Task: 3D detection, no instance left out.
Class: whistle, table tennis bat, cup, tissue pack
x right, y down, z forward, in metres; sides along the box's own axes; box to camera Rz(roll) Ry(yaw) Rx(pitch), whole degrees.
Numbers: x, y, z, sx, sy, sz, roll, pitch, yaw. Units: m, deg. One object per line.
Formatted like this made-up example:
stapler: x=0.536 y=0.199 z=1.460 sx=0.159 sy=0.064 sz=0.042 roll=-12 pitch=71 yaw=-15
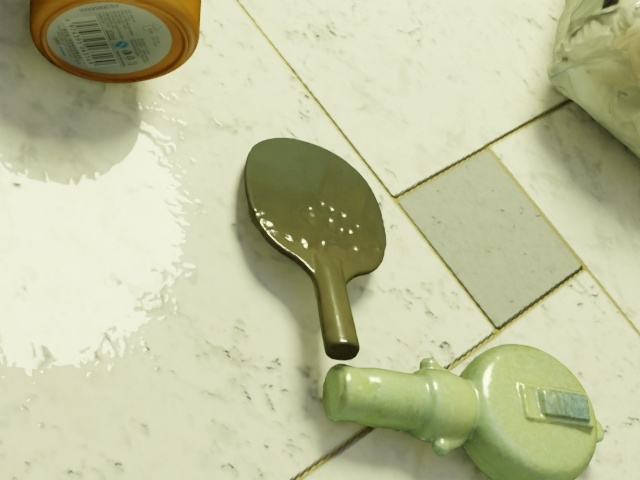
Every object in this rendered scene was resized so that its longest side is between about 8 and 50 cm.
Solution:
whistle: x=0.124 y=0.134 z=1.024 sx=0.258 sy=0.067 sz=0.126 roll=11 pitch=52 yaw=-23
table tennis bat: x=0.000 y=0.000 z=1.047 sx=0.131 sy=0.022 sz=0.234 roll=15 pitch=41 yaw=-24
cup: x=-0.184 y=-0.275 z=1.045 sx=0.226 sy=0.182 sz=0.264 roll=13 pitch=60 yaw=-29
tissue pack: x=0.415 y=-0.192 z=1.361 sx=0.375 sy=0.195 sz=0.390 roll=38 pitch=46 yaw=-22
